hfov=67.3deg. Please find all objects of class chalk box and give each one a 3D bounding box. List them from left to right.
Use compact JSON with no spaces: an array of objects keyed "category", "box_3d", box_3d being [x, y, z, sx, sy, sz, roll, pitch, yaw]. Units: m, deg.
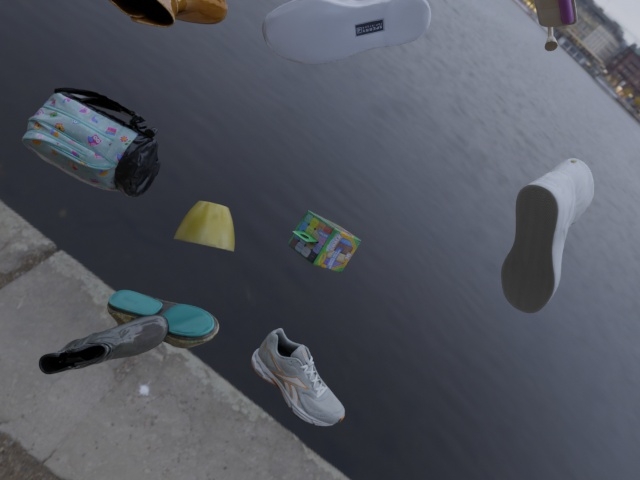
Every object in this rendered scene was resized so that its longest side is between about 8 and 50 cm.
[{"category":"chalk box","box_3d":[0.000,0.000,1.500,0.132,0.132,0.213,37,7,35]}]

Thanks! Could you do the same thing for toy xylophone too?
[{"category":"toy xylophone","box_3d":[0.539,-0.596,1.097,0.236,0.081,0.322,41,53,-47]}]

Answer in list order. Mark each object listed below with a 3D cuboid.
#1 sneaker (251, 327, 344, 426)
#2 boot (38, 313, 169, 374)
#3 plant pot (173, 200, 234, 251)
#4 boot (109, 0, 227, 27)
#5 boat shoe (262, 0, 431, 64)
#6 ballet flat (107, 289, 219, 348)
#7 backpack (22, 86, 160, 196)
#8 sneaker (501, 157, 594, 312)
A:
[{"category":"sneaker","box_3d":[-0.043,0.312,1.109,0.262,0.121,0.099,36,27,17]},{"category":"boot","box_3d":[-0.454,0.231,1.039,0.247,0.161,0.083,-17,90,-15]},{"category":"plant pot","box_3d":[-0.251,-0.035,1.077,0.134,0.134,0.095,15,85,-37]},{"category":"boot","box_3d":[-0.298,-0.464,0.941,0.295,0.104,0.211,10,39,-38]},{"category":"boat shoe","box_3d":[0.039,-0.390,0.854,0.301,0.108,0.102,-15,36,-11]},{"category":"ballet flat","box_3d":[-0.397,0.217,1.235,0.349,0.123,0.123,12,24,24]},{"category":"backpack","box_3d":[-0.348,-0.147,0.737,0.182,0.152,0.115,28,64,-8]},{"category":"sneaker","box_3d":[0.434,-0.006,0.900,0.169,0.292,0.108,-32,45,-30]}]
